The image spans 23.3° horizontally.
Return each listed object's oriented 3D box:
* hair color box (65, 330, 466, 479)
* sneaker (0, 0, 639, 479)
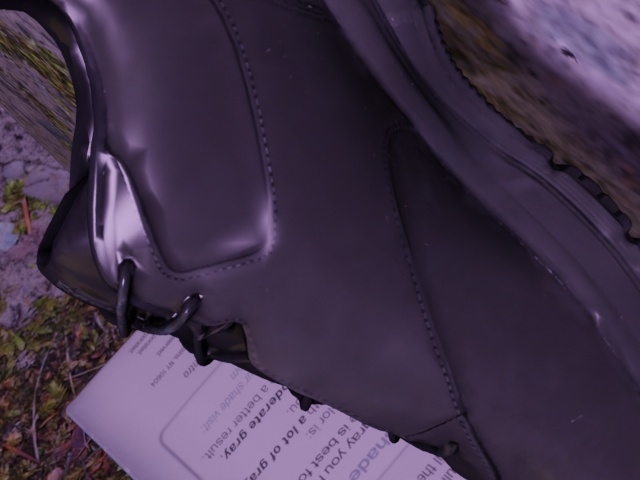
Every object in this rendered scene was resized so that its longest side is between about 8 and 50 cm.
[{"bbox_3d":[0.072,0.122,0.686,0.374,0.185,0.113,35,169,41],"label":"hair color box"},{"bbox_3d":[0.000,0.000,0.415,0.286,0.130,0.109,54,165,-6],"label":"sneaker"}]
